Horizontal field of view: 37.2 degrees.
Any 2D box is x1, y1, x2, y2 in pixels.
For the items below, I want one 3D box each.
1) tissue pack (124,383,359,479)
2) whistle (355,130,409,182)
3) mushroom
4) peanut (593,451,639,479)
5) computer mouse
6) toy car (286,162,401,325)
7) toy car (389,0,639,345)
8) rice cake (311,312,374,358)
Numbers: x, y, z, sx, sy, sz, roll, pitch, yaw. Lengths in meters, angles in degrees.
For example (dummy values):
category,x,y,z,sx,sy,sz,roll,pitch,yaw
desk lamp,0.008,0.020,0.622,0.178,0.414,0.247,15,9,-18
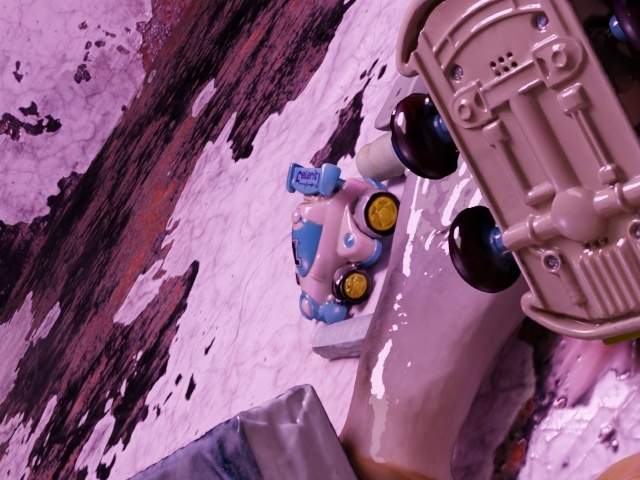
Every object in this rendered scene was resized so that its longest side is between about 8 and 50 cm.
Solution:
category,x,y,z,sx,sy,sz,roll,pitch,yaw
tissue pack,-0.072,0.269,0.710,0.316,0.103,0.227,-37,73,42
whistle,0.117,-0.108,0.925,0.258,0.067,0.126,-21,46,59
mushroom,0.100,0.050,0.711,0.328,0.122,0.159,-68,15,-16
peanut,0.143,0.184,0.465,0.313,0.149,0.149,-38,32,49
computer mouse,0.098,-0.157,1.058,0.056,0.032,0.110,-26,30,50
toy car,0.000,0.000,0.981,0.126,0.098,0.161,14,80,66
toy car,0.185,-0.082,0.601,0.198,0.247,0.204,-29,2,-40
rice cake,0.046,0.087,0.888,0.171,0.029,0.033,-19,40,54
